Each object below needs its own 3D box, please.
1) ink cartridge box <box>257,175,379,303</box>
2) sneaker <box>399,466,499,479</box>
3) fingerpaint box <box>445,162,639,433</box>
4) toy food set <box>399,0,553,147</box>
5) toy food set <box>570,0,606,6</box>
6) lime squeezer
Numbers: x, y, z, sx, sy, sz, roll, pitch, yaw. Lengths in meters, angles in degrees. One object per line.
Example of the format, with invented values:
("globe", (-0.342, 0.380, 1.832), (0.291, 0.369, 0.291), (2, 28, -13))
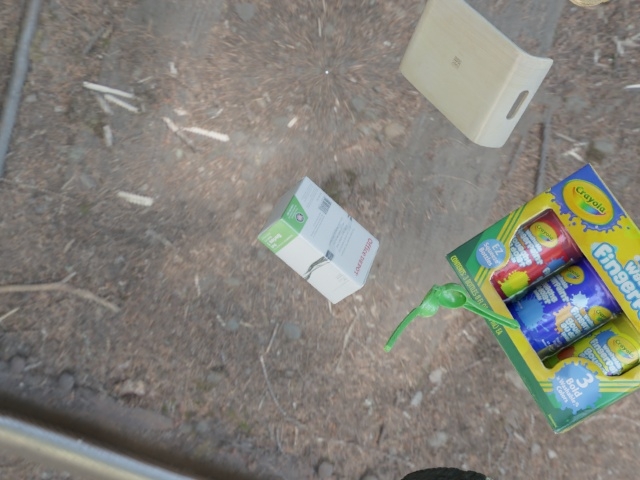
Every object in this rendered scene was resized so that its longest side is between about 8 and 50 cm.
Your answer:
("ink cartridge box", (0.000, 0.000, 1.667), (0.219, 0.160, 0.092), (42, 130, -13))
("sneaker", (0.219, 0.409, 0.832), (0.410, 0.158, 0.182), (36, 142, 30))
("fingerpaint box", (0.545, 0.126, 1.725), (0.371, 0.163, 0.445), (-33, 69, 12))
("toy food set", (0.304, -0.366, 1.638), (0.306, 0.092, 0.220), (50, 138, 25))
("toy food set", (0.257, -0.257, 0.744), (0.083, 0.020, 0.083), (-13, 131, -19))
("lime squeezer", (0.218, 0.133, 1.459), (0.310, 0.059, 0.110), (-4, 72, -33))
